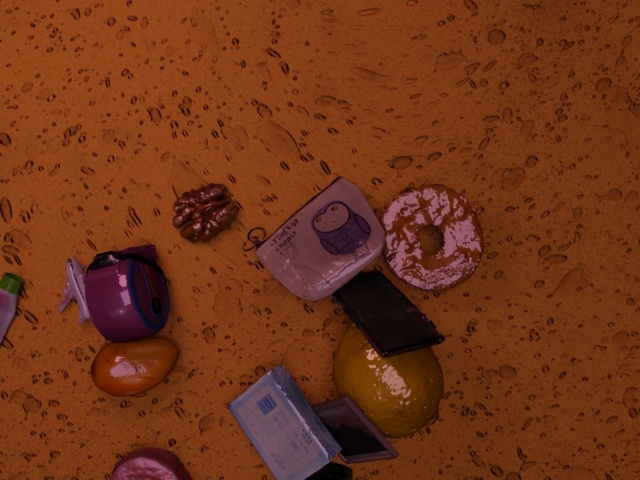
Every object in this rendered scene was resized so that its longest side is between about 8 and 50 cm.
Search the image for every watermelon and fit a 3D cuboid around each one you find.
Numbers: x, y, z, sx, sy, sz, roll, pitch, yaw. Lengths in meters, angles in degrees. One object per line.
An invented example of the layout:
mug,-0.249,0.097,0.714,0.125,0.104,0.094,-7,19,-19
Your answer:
watermelon,0.008,0.640,1.731,0.193,0.137,0.145,33,88,40

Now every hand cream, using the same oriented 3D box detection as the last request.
hand cream,-0.837,0.216,1.719,0.079,0.050,0.275,28,93,22

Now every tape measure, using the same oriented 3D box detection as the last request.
tape measure,-0.467,0.130,1.647,0.149,0.245,0.231,-12,88,12

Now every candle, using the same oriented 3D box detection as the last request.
candle,-0.416,0.703,1.692,0.287,0.131,0.316,18,89,-6

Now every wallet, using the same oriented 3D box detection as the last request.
wallet,0.000,0.000,1.717,0.335,0.068,0.275,-39,64,-4
wallet,0.148,0.170,1.646,0.169,0.317,0.044,-10,122,-23

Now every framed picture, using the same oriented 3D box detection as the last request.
framed picture,0.065,0.474,1.671,0.192,0.265,0.018,48,57,-2

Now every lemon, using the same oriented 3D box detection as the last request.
lemon,0.161,0.338,1.673,0.268,0.268,0.322,-42,75,-4

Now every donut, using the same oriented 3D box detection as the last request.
donut,0.282,-0.003,1.759,0.278,0.108,0.277,0,89,-3

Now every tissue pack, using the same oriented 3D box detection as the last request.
tissue pack,-0.091,0.469,1.693,0.177,0.089,0.263,-42,79,22

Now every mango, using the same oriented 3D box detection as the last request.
mango,-0.466,0.314,1.703,0.219,0.112,0.144,-14,86,-8

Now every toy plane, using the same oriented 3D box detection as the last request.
toy plane,-0.608,0.124,1.714,0.162,0.065,0.171,-20,78,22

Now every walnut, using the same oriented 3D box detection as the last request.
walnut,-0.304,-0.073,1.743,0.170,0.069,0.143,-33,93,-1
